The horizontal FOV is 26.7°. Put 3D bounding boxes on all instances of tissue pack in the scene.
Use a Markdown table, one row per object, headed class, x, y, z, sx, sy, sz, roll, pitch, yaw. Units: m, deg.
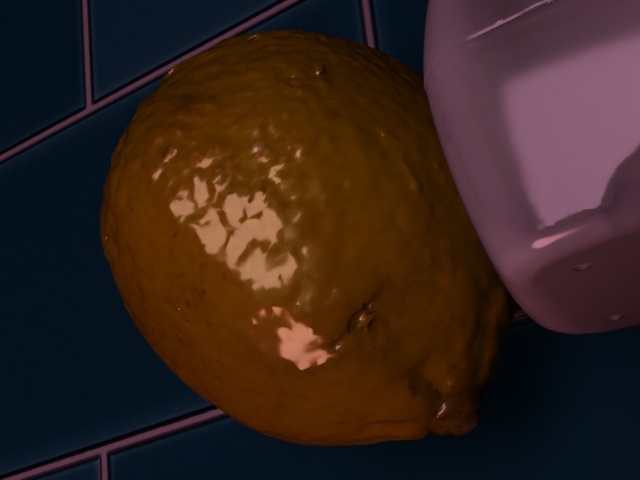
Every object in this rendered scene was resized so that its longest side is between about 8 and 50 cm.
| class | x | y | z | sx | sy | sz | roll | pitch | yaw |
| --- | --- | --- | --- | --- | --- | --- | --- | --- | --- |
| tissue pack | 0.226 | -0.108 | 0.724 | 0.333 | 0.229 | 0.236 | -18 | 68 | 15 |

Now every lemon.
| class | x | y | z | sx | sy | sz | roll | pitch | yaw |
| --- | --- | --- | --- | --- | --- | --- | --- | --- | --- |
| lemon | 0.000 | 0.000 | 0.900 | 0.322 | 0.268 | 0.268 | 38 | 103 | 18 |
